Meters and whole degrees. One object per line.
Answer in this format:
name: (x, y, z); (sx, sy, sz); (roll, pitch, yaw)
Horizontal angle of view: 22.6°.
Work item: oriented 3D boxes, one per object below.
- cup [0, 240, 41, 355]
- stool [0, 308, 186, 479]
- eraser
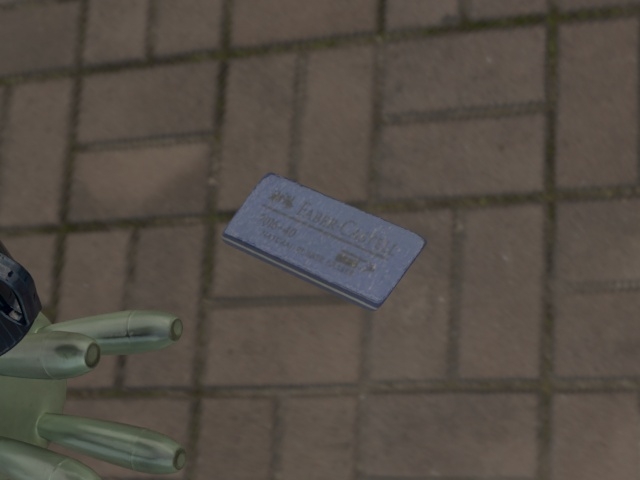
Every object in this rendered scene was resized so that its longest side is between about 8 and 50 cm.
cup: (-0.320, 0.026, 1.448); (0.150, 0.138, 0.113); (-11, 48, 11)
stool: (-0.267, 0.163, 1.669); (0.199, 0.195, 0.195); (1, 98, 31)
eraser: (0.000, 0.000, 1.527); (0.225, 0.036, 0.082); (25, 70, 36)
